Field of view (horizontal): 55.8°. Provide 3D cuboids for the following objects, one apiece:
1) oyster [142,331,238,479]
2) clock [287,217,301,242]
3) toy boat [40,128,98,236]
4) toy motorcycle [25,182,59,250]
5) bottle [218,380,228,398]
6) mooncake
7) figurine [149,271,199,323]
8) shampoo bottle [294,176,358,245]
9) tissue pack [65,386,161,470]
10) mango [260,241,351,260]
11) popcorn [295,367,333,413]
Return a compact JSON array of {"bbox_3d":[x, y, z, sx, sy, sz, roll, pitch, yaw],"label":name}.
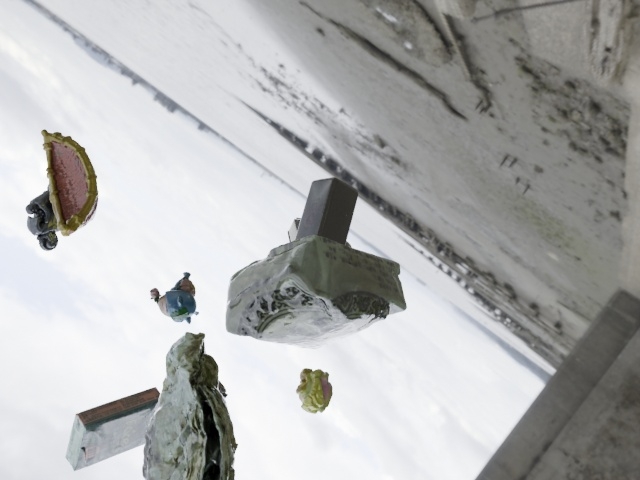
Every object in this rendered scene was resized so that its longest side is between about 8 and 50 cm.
[{"bbox_3d":[-0.181,0.280,0.826,0.112,0.198,0.268,6,-131,-21],"label":"oyster"},{"bbox_3d":[-0.024,0.021,2.058,0.146,0.071,0.192,11,-139,-25],"label":"clock"},{"bbox_3d":[-0.574,-0.130,1.384,0.099,0.141,0.318,37,-157,-56],"label":"toy boat"},{"bbox_3d":[-0.685,-0.076,1.524,0.061,0.194,0.124,8,162,26],"label":"toy motorcycle"},{"bbox_3d":[-0.358,0.483,1.890,0.098,0.152,0.099,30,-140,-29],"label":"bottle"},{"bbox_3d":[-0.015,0.100,0.993,0.254,0.250,0.136,20,-125,-44],"label":"mooncake"},{"bbox_3d":[-0.449,0.179,1.870,0.144,0.114,0.178,-1,-144,0],"label":"figurine"},{"bbox_3d":[0.000,0.000,1.210,0.079,0.246,0.080,26,162,-36],"label":"shampoo bottle"},{"bbox_3d":[-0.736,0.669,2.169,0.315,0.228,0.103,-10,-139,-48],"label":"tissue pack"},{"bbox_3d":[-0.053,0.071,1.562,0.119,0.316,0.176,69,163,-3],"label":"mango"},{"bbox_3d":[-0.022,0.492,1.981,0.126,0.145,0.126,9,179,7],"label":"popcorn"}]
